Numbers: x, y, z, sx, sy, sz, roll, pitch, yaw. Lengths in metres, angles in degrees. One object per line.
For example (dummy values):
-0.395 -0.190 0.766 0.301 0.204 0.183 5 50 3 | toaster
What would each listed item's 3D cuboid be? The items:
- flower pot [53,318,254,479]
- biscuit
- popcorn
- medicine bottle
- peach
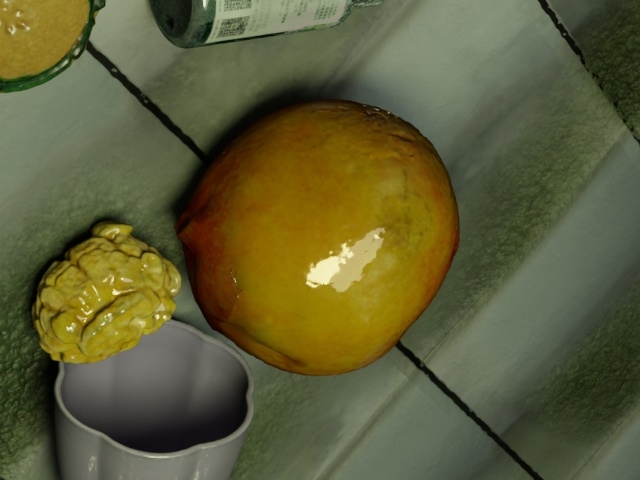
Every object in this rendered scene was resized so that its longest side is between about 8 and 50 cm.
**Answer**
-0.233 0.268 2.114 0.265 0.265 0.243 -12 135 -31 | flower pot
-0.399 -0.248 1.776 0.344 0.057 0.287 19 111 -49 | biscuit
-0.266 0.068 2.031 0.194 0.140 0.163 -17 129 -30 | popcorn
-0.054 -0.320 1.962 0.293 0.141 0.141 -12 121 -30 | medicine bottle
-0.001 -0.001 2.080 0.372 0.290 0.372 -14 122 -24 | peach
